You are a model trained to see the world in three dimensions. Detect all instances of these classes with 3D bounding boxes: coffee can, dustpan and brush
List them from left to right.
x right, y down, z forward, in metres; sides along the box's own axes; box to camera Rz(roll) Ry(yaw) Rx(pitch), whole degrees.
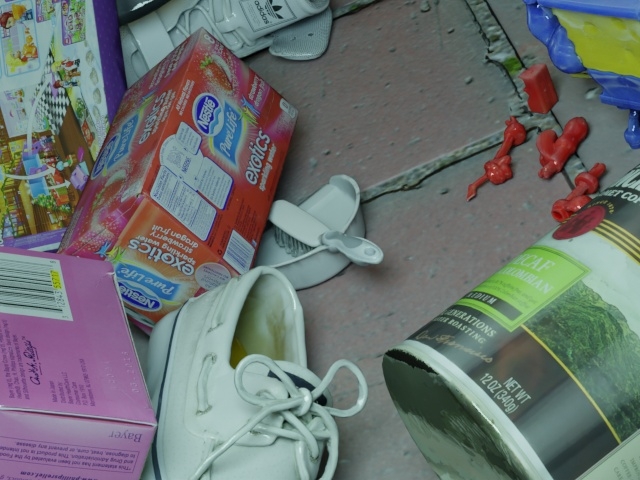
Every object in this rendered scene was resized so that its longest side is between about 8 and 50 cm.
[{"bbox_3d":[0.000,0.000,1.705,0.147,0.060,0.211,-38,36,-17],"label":"dustpan and brush"},{"bbox_3d":[0.210,0.076,1.350,0.275,0.201,0.201,-36,36,-15],"label":"coffee can"}]

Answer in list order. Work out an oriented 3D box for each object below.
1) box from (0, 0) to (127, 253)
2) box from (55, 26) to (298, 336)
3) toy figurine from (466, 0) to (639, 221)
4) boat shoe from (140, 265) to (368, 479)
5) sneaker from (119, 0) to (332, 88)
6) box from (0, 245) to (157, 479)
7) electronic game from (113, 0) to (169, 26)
[{"bbox_3d":[-0.282,-0.126,1.890,0.201,0.057,0.293,-11,82,19],"label":"box"},{"bbox_3d":[-0.123,-0.052,1.758,0.123,0.128,0.257,-35,25,33],"label":"box"},{"bbox_3d":[0.255,-0.140,1.594,0.362,0.217,0.191,17,52,45],"label":"toy figurine"},{"bbox_3d":[-0.041,0.136,1.474,0.156,0.136,0.367,-38,24,19],"label":"boat shoe"},{"bbox_3d":[-0.126,-0.217,2.002,0.210,0.137,0.366,7,42,42],"label":"sneaker"},{"bbox_3d":[-0.222,0.162,1.457,0.117,0.243,0.213,8,29,-20],"label":"box"},{"bbox_3d":[-0.203,-0.288,1.984,0.229,0.048,0.229,-15,43,15],"label":"electronic game"}]
